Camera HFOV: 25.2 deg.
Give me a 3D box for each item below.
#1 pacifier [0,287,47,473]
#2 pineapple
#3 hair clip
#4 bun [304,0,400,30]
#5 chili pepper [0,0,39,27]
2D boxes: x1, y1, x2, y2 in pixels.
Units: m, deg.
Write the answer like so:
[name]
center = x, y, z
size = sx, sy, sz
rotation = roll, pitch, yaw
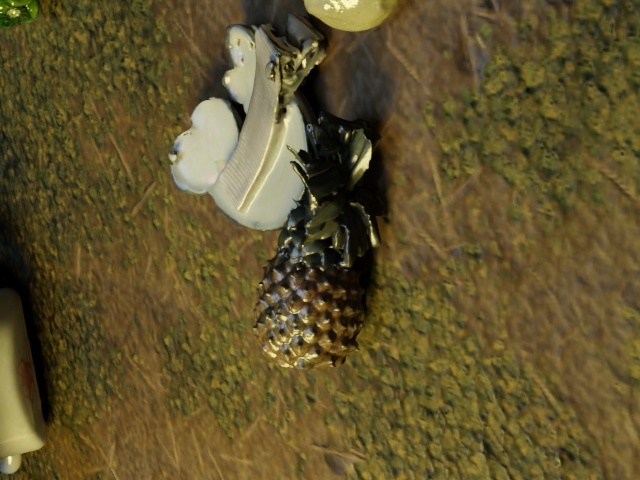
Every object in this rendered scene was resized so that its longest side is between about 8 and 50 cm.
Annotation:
[pacifier]
center = -0.360, 0.128, 1.231
size = 0.238, 0.226, 0.287
rotation = -158, 60, -66
[pineapple]
center = 0.000, 0.000, 0.865
size = 0.074, 0.074, 0.159
rotation = 35, 125, 39
[hair clip]
center = -0.042, -0.068, 0.909
size = 0.116, 0.049, 0.172
rotation = 55, 141, 29
[bun]
center = 0.009, -0.159, 0.805
size = 0.086, 0.055, 0.086
rotation = 20, 117, 46
[chili pepper]
center = -0.250, -0.254, 1.094
size = 0.073, 0.050, 0.182
rotation = 5, 104, 57
